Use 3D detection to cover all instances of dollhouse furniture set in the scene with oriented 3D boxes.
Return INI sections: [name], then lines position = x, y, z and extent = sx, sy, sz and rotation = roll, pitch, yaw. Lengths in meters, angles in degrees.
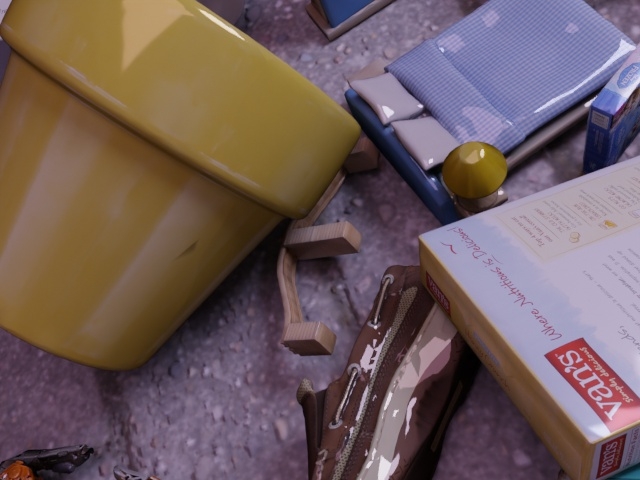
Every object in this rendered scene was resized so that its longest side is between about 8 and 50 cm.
[dollhouse furniture set]
position = 0.128, -0.213, 0.550
extent = 0.286, 0.198, 0.303
rotation = -33, 60, 0

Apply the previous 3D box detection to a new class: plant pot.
[plant pot]
position = -0.136, -0.047, 0.542
extent = 0.254, 0.254, 0.239
rotation = 34, 95, 28

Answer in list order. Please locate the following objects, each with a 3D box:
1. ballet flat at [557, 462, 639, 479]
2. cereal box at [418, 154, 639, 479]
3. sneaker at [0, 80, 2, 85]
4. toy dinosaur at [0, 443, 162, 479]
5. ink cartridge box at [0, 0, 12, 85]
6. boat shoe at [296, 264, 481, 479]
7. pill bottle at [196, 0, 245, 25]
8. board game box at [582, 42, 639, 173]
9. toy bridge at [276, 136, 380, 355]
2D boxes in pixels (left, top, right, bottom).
[ballet flat]
position = 0.337, 0.117, 0.368
extent = 0.409, 0.147, 0.147
rotation = -19, 61, 9
[cereal box]
position = 0.201, 0.021, 0.435
extent = 0.240, 0.047, 0.173
rotation = -20, 42, -11
[sneaker]
position = -0.257, -0.052, 0.653
extent = 0.269, 0.101, 0.153
rotation = -32, 60, 7
[toy dinosaur]
position = -0.240, 0.251, 0.497
extent = 0.322, 0.164, 0.218
rotation = -28, 43, 24
[ink cartridge box]
position = -0.294, -0.262, 0.772
extent = 0.148, 0.086, 0.203
rotation = -4, 64, 16
[boat shoe]
position = 0.027, 0.125, 0.482
extent = 0.095, 0.095, 0.257
rotation = 18, 59, 27
[pill bottle]
position = -0.139, -0.315, 0.728
extent = 0.124, 0.124, 0.221
rotation = -12, 61, 12
[board game box]
position = 0.222, -0.100, 0.526
extent = 0.020, 0.090, 0.090
rotation = 34, 79, 26
[toy bridge]
position = 0.000, 0.000, 0.575
extent = 0.063, 0.026, 0.188
rotation = -9, 53, 35
